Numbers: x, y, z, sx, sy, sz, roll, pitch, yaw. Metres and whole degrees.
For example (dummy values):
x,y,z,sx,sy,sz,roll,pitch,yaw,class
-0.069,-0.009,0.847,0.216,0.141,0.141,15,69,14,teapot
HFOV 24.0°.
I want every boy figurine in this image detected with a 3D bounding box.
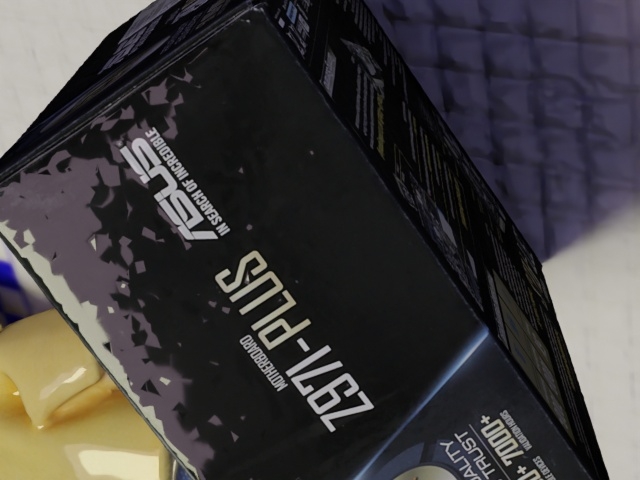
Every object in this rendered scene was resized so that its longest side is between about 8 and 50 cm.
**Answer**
x,y,z,sx,sy,sz,roll,pitch,yaw,class
-0.079,0.094,0.615,0.285,0.092,0.177,12,130,29,boy figurine

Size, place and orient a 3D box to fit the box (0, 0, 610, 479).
x,y,z,sx,sy,sz,roll,pitch,yaw,class
0.000,0.000,0.407,0.077,0.180,0.147,-33,105,12,box
